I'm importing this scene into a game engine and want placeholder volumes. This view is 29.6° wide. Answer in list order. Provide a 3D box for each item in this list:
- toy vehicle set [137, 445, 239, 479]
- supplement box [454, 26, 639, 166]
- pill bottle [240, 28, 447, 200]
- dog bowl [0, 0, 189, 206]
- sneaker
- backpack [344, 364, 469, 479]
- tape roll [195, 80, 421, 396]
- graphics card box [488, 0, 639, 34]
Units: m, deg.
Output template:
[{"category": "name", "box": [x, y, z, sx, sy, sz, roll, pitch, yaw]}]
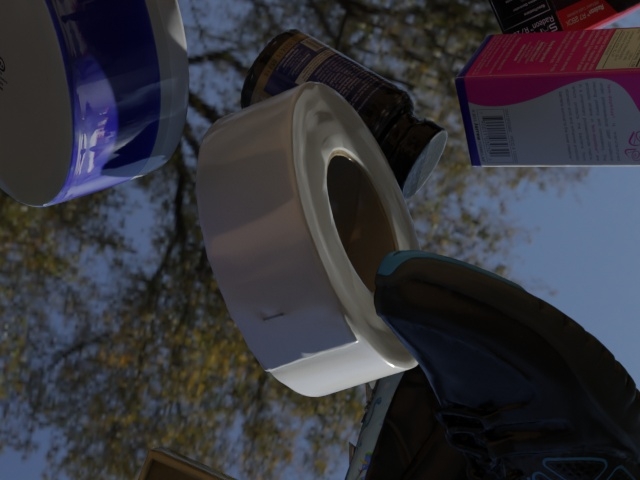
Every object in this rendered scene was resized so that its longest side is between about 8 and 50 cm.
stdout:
[{"category": "toy vehicle set", "box": [-0.069, 0.322, 1.138, 0.266, 0.166, 0.035, 21, -179, 16]}, {"category": "supplement box", "box": [0.270, -0.150, 1.278, 0.220, 0.111, 0.114, 3, -145, 29]}, {"category": "pill bottle", "box": [0.028, -0.140, 1.377, 0.219, 0.123, 0.123, 33, -139, 17]}, {"category": "dog bowl", "box": [-0.222, -0.164, 0.976, 0.104, 0.265, 0.265, -24, -126, -34]}, {"category": "sneaker", "box": [0.144, 0.146, 0.777, 0.341, 0.125, 0.140, 45, -102, -15]}, {"category": "backpack", "box": [0.157, 0.293, 1.455, 0.290, 0.273, 0.356, 28, -130, -6]}, {"category": "tape roll", "box": [0.000, 0.000, 1.137, 0.100, 0.286, 0.286, -19, -147, 21]}, {"category": "graphics card box", "box": [0.261, -0.426, 1.505, 0.232, 0.094, 0.371, -28, -85, -41]}]
